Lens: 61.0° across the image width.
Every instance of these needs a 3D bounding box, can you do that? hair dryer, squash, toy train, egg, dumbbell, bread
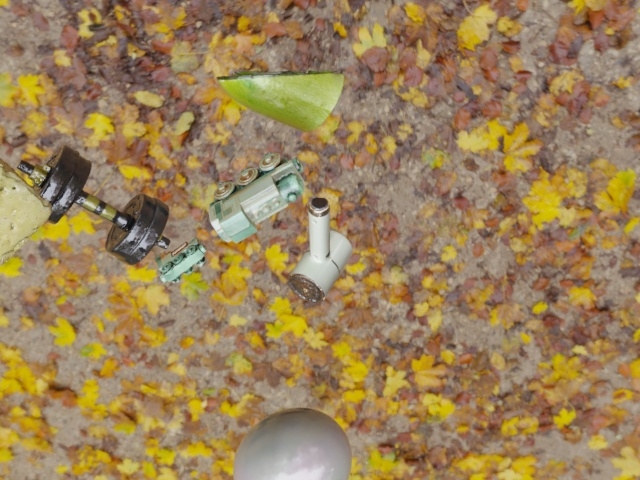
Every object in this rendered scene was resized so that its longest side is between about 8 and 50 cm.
[{"bbox_3d":[0.000,0.000,1.540,0.128,0.203,0.362,22,143,18],"label":"hair dryer"},{"bbox_3d":[-0.131,-0.454,1.545,0.308,0.233,0.210,23,95,-33],"label":"squash"},{"bbox_3d":[-0.445,0.057,1.735,0.175,0.118,0.074,-38,132,1],"label":"toy train"},{"bbox_3d":[-0.030,0.223,0.543,0.135,0.103,0.103,-32,112,32],"label":"egg"},{"bbox_3d":[-0.531,-0.079,1.303,0.185,0.185,0.388,-41,126,22],"label":"dumbbell"},{"bbox_3d":[-0.113,-0.080,0.993,0.193,0.125,0.081,-29,131,7],"label":"toy train"},{"bbox_3d":[-0.620,-0.046,0.825,0.248,0.315,0.279,29,152,35],"label":"bread"}]
